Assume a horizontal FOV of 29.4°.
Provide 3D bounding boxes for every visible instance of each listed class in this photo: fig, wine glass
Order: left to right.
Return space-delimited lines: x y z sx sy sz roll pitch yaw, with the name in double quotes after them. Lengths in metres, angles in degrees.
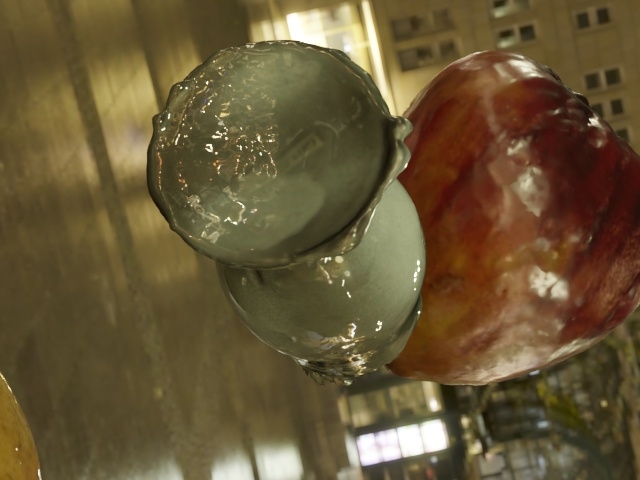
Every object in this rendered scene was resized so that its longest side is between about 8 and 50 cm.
0.000 0.000 0.553 0.222 0.103 0.103 63 14 -69 "wine glass"
0.141 -0.012 0.915 0.224 0.224 0.263 73 33 -61 "fig"

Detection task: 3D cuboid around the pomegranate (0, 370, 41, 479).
-0.301 0.143 0.690 0.281 0.281 0.281 -12 90 -88 "pomegranate"
